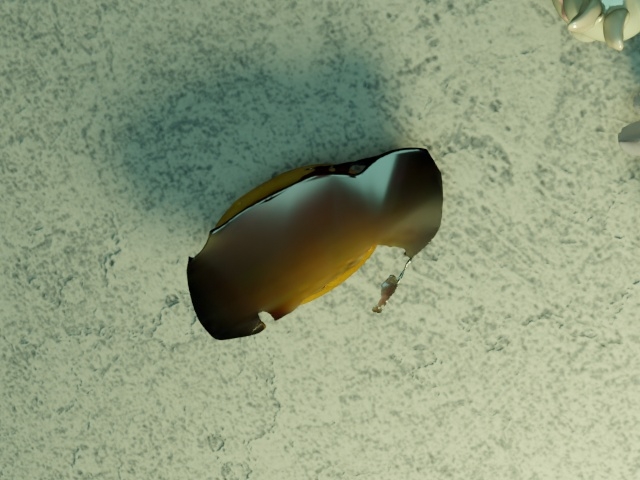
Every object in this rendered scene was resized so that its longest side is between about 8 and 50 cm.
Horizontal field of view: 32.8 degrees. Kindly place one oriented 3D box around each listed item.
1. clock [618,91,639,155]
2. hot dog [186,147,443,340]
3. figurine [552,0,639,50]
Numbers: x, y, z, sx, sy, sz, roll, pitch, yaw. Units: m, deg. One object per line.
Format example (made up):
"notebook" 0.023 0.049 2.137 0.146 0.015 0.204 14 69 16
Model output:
"clock" 0.450 -0.054 1.205 0.189 0.189 0.254 -17 116 15
"hot dog" -0.004 -0.005 1.329 0.326 0.107 0.194 -15 111 5
"figurine" 0.308 -0.271 1.122 0.127 0.235 0.155 36 108 0
